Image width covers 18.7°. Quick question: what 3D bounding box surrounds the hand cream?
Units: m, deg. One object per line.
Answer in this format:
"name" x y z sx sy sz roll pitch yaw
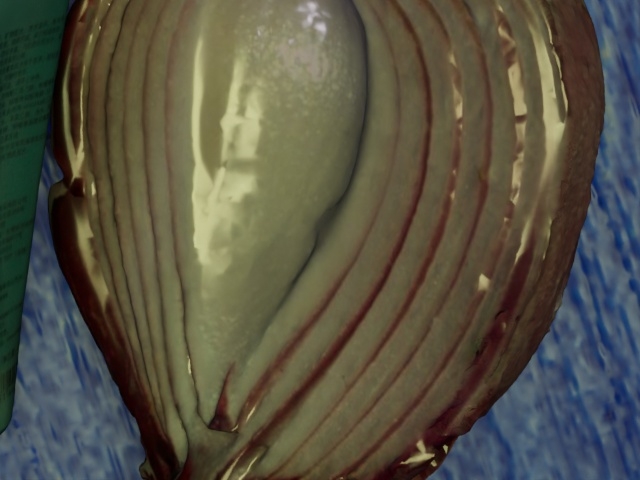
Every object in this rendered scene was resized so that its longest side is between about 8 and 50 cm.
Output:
"hand cream" -0.132 -0.011 0.751 0.048 0.083 0.224 20 112 18

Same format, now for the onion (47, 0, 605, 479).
"onion" 0.000 0.000 0.760 0.227 0.120 0.284 21 101 32
